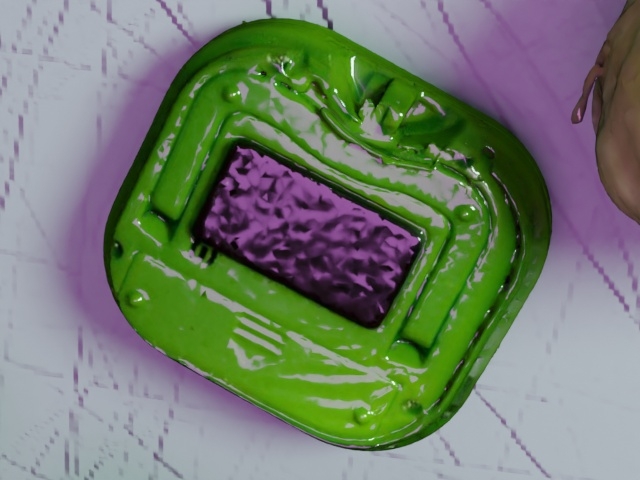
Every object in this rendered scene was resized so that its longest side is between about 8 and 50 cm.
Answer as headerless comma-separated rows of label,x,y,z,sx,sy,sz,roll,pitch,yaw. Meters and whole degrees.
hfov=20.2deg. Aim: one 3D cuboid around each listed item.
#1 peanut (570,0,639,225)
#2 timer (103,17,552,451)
peanut,0.214,-0.094,0.481,0.149,0.149,0.313,44,108,-5
timer,0.000,0.000,0.605,0.140,0.047,0.128,29,112,2
